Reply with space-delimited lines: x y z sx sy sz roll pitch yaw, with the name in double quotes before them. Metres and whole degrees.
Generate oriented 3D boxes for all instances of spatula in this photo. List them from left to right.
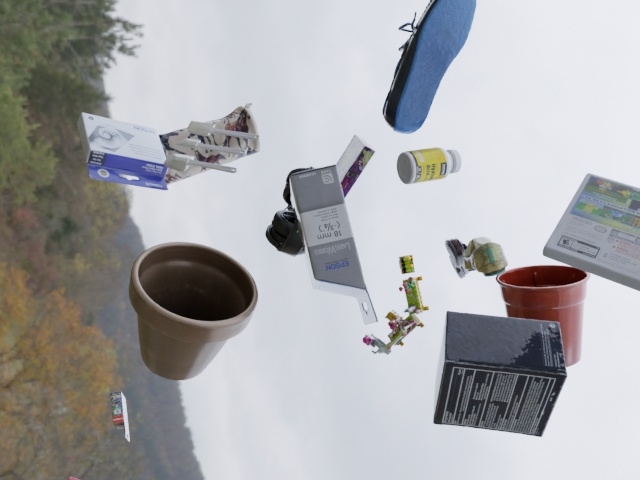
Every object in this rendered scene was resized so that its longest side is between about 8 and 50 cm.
"spatula" -0.289 -0.242 1.707 0.242 0.168 0.019 14 -31 26

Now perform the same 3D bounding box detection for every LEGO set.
"LEGO set" 0.205 0.184 1.677 0.132 0.107 0.286 27 -72 23

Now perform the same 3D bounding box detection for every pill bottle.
"pill bottle" 0.213 -0.148 1.253 0.065 0.116 0.065 169 -90 -70

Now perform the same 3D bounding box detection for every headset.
"headset" -0.035 -0.073 1.790 0.394 0.185 0.243 -153 -96 -79

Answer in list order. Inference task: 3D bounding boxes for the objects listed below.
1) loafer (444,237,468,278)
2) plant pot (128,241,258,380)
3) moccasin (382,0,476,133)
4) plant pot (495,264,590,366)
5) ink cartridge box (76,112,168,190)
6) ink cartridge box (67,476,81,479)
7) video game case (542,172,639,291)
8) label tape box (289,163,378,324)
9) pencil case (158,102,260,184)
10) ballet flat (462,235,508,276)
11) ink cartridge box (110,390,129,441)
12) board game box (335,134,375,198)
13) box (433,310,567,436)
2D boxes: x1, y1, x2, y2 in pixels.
"loafer" 0.515 0.049 2.314 0.109 0.095 0.302 65 6 25
"plant pot" -0.290 0.167 1.364 0.263 0.263 0.229 57 -46 42
"moccasin" 0.213 -0.408 1.404 0.342 0.138 0.117 -62 -146 15
"plant pot" 0.685 0.234 1.960 0.272 0.273 0.264 -164 -116 -65
"ink cartridge box" -0.527 -0.241 1.734 0.045 0.223 0.224 -52 -132 33
"ink cartridge box" -0.280 0.496 0.922 0.226 0.306 0.131 -66 169 -73
"video game case" 0.713 -0.010 1.445 0.329 0.300 0.036 23 -38 26
"label tape box" 0.020 0.031 1.397 0.240 0.106 0.333 100 -24 -81
"pencil case" -0.399 -0.324 2.159 0.160 0.411 0.183 -137 -152 -75
"ballet flat" 0.511 0.043 2.028 0.348 0.123 0.123 -14 92 -86
"ink cartridge box" -0.494 0.436 1.582 0.063 0.029 0.115 101 -23 -60
"board game box" 0.102 -0.266 2.304 0.208 0.056 0.347 -61 -170 12
"box" 0.460 0.353 1.701 0.182 0.294 0.296 -79 171 -46
